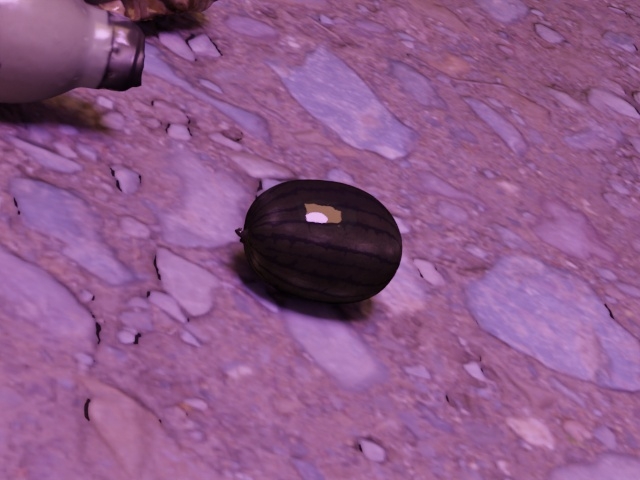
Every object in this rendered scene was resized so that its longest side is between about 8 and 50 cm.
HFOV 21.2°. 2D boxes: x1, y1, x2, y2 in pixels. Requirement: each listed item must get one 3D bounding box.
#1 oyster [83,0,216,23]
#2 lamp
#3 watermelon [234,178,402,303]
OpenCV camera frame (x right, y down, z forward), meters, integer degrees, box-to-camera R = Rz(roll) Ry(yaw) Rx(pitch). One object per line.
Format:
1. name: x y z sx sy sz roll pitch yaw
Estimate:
1. oyster: -0.184 -0.198 1.241 0.166 0.094 0.294 38 33 3
2. lamp: -0.233 -0.141 1.081 0.250 0.101 0.101 10 31 -17
3. watermelon: 0.000 0.000 1.065 0.110 0.078 0.078 11 31 -29
